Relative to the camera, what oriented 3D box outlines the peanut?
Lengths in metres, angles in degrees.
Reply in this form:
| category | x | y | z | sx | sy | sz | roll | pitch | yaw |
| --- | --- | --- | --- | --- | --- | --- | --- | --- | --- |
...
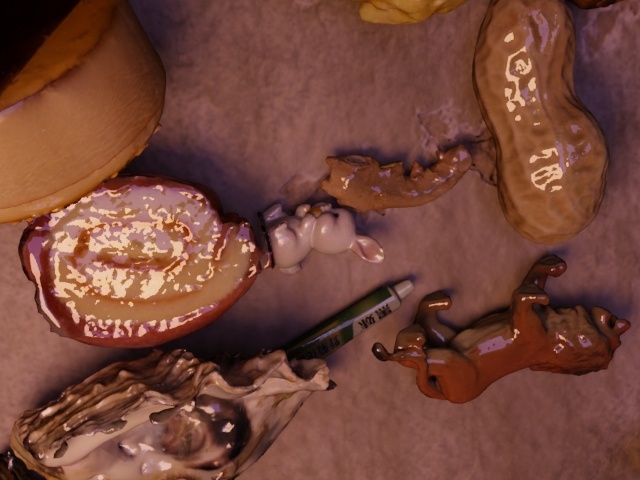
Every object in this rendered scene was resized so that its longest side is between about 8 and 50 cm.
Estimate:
| category | x | y | z | sx | sy | sz | roll | pitch | yaw |
| --- | --- | --- | --- | --- | --- | --- | --- | --- | --- |
| peanut | 0.241 | -0.138 | 0.895 | 0.120 | 0.136 | 0.298 | -25 | 104 | -40 |

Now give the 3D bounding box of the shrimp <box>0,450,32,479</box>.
| category | x | y | z | sx | sy | sz | roll | pitch | yaw |
| --- | --- | --- | --- | --- | --- | --- | --- | --- | --- |
| shrimp | -0.217 | 0.354 | 0.938 | 0.233 | 0.071 | 0.365 | -38 | 103 | -12 |

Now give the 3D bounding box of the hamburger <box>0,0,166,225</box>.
| category | x | y | z | sx | sy | sz | roll | pitch | yaw |
| --- | --- | --- | --- | --- | --- | --- | --- | --- | --- |
| hamburger | -0.290 | -0.138 | 0.737 | 0.300 | 0.300 | 0.176 | -11 | 140 | -8 |

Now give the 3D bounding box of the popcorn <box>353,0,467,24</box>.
| category | x | y | z | sx | sy | sz | roll | pitch | yaw |
| --- | --- | --- | --- | --- | --- | --- | --- | --- | --- |
| popcorn | 0.057 | -0.348 | 0.794 | 0.252 | 0.215 | 0.286 | -41 | 100 | -24 |

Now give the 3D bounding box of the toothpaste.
| category | x | y | z | sx | sy | sz | roll | pitch | yaw |
| --- | --- | --- | --- | --- | --- | --- | --- | --- | --- |
| toothpaste | 0.022 | 0.104 | 0.950 | 0.204 | 0.031 | 0.049 | -32 | 116 | -1 |

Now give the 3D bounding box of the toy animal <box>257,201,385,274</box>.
| category | x | y | z | sx | sy | sz | roll | pitch | yaw |
| --- | --- | --- | --- | --- | --- | --- | --- | --- | --- |
| toy animal | -0.001 | -0.006 | 0.907 | 0.124 | 0.071 | 0.085 | -14 | 101 | -7 |

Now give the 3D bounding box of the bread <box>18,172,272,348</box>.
| category | x | y | z | sx | sy | sz | roll | pitch | yaw |
| --- | --- | --- | --- | --- | --- | --- | --- | --- | --- |
| bread | -0.177 | 0.019 | 0.854 | 0.244 | 0.123 | 0.190 | -3 | 102 | -9 |

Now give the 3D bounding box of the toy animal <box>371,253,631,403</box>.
| category | x | y | z | sx | sy | sz | roll | pitch | yaw |
| --- | --- | --- | --- | --- | --- | --- | --- | --- | --- |
| toy animal | 0.217 | 0.124 | 0.959 | 0.312 | 0.097 | 0.157 | -19 | 108 | -5 |

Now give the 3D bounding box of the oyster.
| category | x | y | z | sx | sy | sz | roll | pitch | yaw |
| --- | --- | --- | --- | --- | --- | --- | --- | --- | --- |
| oyster | -0.156 | 0.185 | 0.856 | 0.351 | 0.115 | 0.238 | -13 | 145 | 0 |

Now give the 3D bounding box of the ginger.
| category | x | y | z | sx | sy | sz | roll | pitch | yaw |
| --- | --- | --- | --- | --- | --- | --- | --- | --- | --- |
| ginger | 0.086 | -0.069 | 0.927 | 0.173 | 0.051 | 0.069 | -7 | 106 | -14 |

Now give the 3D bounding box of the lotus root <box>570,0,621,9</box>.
| category | x | y | z | sx | sy | sz | roll | pitch | yaw |
| --- | --- | --- | --- | --- | --- | --- | --- | --- | --- |
| lotus root | 0.298 | -0.337 | 0.839 | 0.188 | 0.199 | 0.180 | -17 | 99 | -3 |
